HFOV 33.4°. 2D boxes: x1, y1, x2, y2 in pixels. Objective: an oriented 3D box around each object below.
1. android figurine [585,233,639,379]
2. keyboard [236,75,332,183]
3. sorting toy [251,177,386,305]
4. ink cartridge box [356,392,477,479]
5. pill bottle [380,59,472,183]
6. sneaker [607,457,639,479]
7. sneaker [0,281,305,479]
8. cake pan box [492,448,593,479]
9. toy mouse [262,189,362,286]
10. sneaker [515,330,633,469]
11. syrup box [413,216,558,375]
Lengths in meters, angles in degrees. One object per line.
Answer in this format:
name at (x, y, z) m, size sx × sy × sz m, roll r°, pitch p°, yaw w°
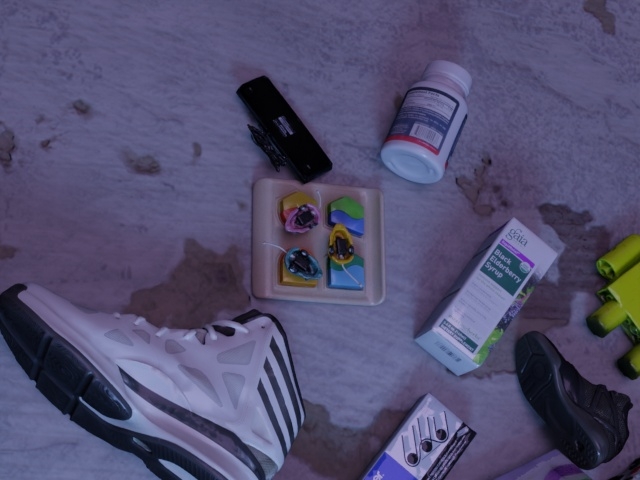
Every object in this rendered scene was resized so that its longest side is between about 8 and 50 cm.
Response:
android figurine at (0.566, 0.102, 1.746) m, size 0.273 × 0.056 × 0.248 m, roll -36°, pitch 85°, yaw -21°
keyboard at (-0.071, -0.167, 1.680) m, size 0.100 × 0.038 × 0.192 m, roll -28°, pitch 77°, yaw -40°
sorting toy at (0.000, 0.000, 1.640) m, size 0.208 × 0.038 × 0.193 m, roll 4°, pitch 73°, yaw -13°
ink cartridge box at (0.131, 0.334, 1.569) m, size 0.097 × 0.046 × 0.207 m, roll 41°, pitch 69°, yaw 1°
pill bottle at (0.175, -0.192, 1.706) m, size 0.108 × 0.108 × 0.180 m, roll 27°, pitch 69°, yaw -5°
sneaker at (0.485, 0.388, 1.635) m, size 0.170 × 0.068 × 0.071 m, roll -28°, pitch 88°, yaw -21°
sneaker at (-0.217, 0.163, 1.497) m, size 0.447 × 0.169 × 0.257 m, roll 38°, pitch 54°, yaw 0°
cake pan box at (0.302, 0.428, 1.491) m, size 0.267 × 0.246 × 0.070 m, roll -20°, pitch 119°, yaw -19°
toy mouse at (-0.023, 0.004, 1.596) m, size 0.143 × 0.031 × 0.161 m, roll -6°, pitch 76°, yaw -21°
sneaker at (0.395, 0.238, 1.652) m, size 0.130 × 0.087 × 0.227 m, roll -8°, pitch 55°, yaw -41°
syrup box at (0.256, 0.086, 1.650) m, size 0.093 × 0.096 × 0.237 m, roll 39°, pitch 69°, yaw 0°
